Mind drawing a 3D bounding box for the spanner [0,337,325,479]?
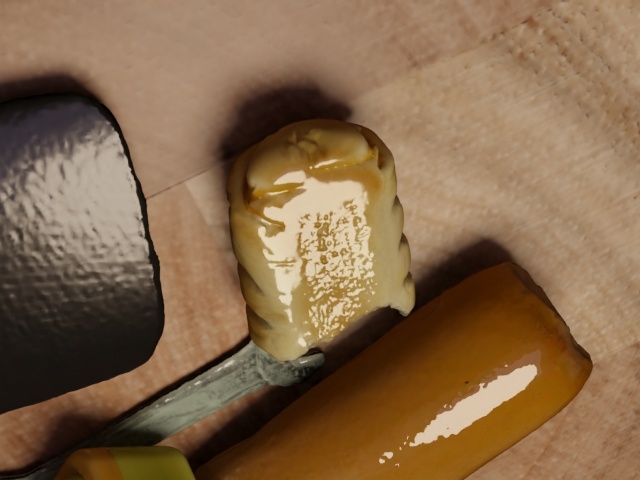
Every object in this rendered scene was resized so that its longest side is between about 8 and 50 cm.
[{"bbox_3d":[-0.132,0.140,0.689,0.302,0.017,0.071,-28,124,0],"label":"spanner"}]

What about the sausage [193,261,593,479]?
[{"bbox_3d":[0.036,0.157,0.700,0.354,0.116,0.134,-37,134,11],"label":"sausage"}]

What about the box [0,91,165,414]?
[{"bbox_3d":[-0.204,0.018,0.577,0.201,0.042,0.212,-15,122,-10],"label":"box"}]

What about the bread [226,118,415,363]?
[{"bbox_3d":[0.000,0.000,0.607,0.119,0.084,0.177,-15,122,-11],"label":"bread"}]

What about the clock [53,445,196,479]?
[{"bbox_3d":[-0.160,0.255,0.655,0.096,0.143,0.202,7,127,-44],"label":"clock"}]
